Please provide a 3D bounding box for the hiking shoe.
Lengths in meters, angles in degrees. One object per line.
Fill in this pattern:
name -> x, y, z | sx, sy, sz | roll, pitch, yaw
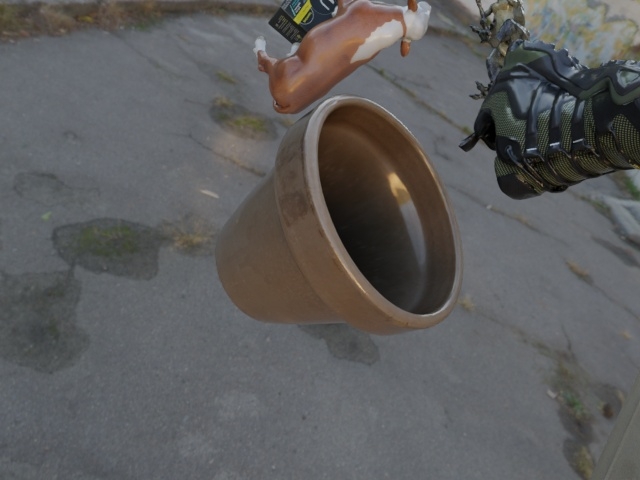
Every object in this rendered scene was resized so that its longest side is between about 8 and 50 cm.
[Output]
hiking shoe -> 0.190, -0.068, 0.400 | 0.086, 0.114, 0.227 | 21, 19, -25

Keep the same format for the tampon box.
tampon box -> 0.000, -0.448, 1.117 | 0.161, 0.120, 0.101 | 36, -7, -18

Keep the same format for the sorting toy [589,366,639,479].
sorting toy -> 0.321, 0.195, 0.469 | 0.047, 0.348, 0.196 | 24, 0, -5

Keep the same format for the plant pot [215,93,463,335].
plant pot -> 0.000, 0.000, 0.641 | 0.263, 0.229, 0.263 | 27, 51, -40

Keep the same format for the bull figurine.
bull figurine -> 0.030, -0.341, 0.933 | 0.101, 0.310, 0.188 | 49, 10, -53

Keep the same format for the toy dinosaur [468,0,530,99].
toy dinosaur -> 0.243, -0.248, 0.726 | 0.118, 0.268, 0.064 | -30, 17, -37
